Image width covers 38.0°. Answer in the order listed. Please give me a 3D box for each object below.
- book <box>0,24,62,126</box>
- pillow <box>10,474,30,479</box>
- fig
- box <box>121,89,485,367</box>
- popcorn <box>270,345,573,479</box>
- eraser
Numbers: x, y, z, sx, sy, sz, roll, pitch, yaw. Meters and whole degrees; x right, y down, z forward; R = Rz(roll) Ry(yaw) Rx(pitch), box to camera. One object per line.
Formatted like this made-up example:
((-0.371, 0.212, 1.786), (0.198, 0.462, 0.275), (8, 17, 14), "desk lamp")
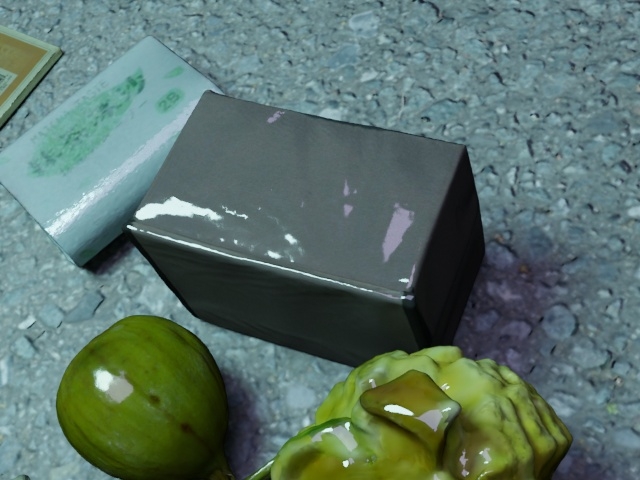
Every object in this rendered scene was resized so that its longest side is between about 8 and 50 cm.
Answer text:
((-0.452, -0.204, 1.131), (0.242, 0.018, 0.170), (23, 68, 24), "book")
((-0.316, 0.327, 0.770), (0.212, 0.052, 0.208), (-24, 60, 2), "pillow")
((-0.135, 0.153, 0.798), (0.148, 0.186, 0.142), (-39, 13, -32), "fig")
((0.000, 0.000, 0.804), (0.252, 0.188, 0.153), (14, 65, 23), "box")
((0.070, 0.203, 0.645), (0.224, 0.270, 0.258), (8, 18, 14), "popcorn")
((-0.216, -0.098, 0.975), (0.227, 0.081, 0.174), (-43, 59, -11), "eraser")
